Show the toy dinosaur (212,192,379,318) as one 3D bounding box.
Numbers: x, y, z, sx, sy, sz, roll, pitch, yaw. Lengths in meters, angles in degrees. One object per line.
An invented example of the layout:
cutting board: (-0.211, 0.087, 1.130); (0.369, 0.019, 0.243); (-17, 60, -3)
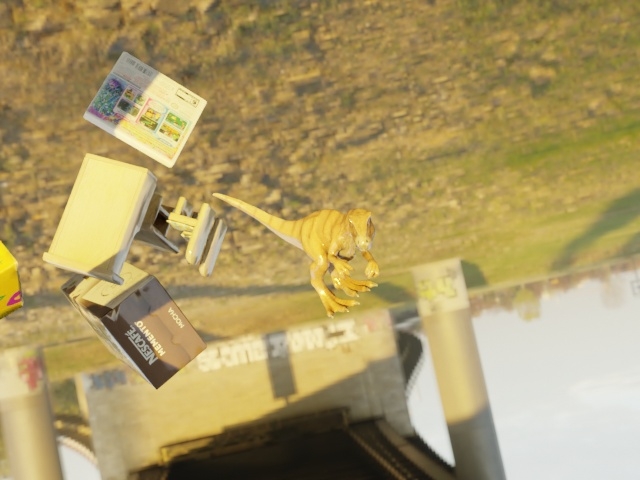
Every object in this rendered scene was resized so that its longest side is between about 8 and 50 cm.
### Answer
toy dinosaur: (0.000, 0.000, 0.811); (0.064, 0.112, 0.212); (-27, -164, -30)

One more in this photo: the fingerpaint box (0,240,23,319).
fingerpaint box: (-0.749, 0.003, 1.493); (0.371, 0.445, 0.163); (-33, 162, -27)

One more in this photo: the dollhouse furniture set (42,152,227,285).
dollhouse furniture set: (-0.286, -0.004, 1.422); (0.212, 0.160, 0.242); (15, 167, 14)

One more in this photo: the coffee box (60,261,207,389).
coffee box: (-0.343, 0.137, 1.724); (0.119, 0.168, 0.297); (-40, -157, -18)

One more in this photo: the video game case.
video game case: (-0.277, -0.210, 1.531); (0.157, 0.143, 0.019); (31, 147, -14)
